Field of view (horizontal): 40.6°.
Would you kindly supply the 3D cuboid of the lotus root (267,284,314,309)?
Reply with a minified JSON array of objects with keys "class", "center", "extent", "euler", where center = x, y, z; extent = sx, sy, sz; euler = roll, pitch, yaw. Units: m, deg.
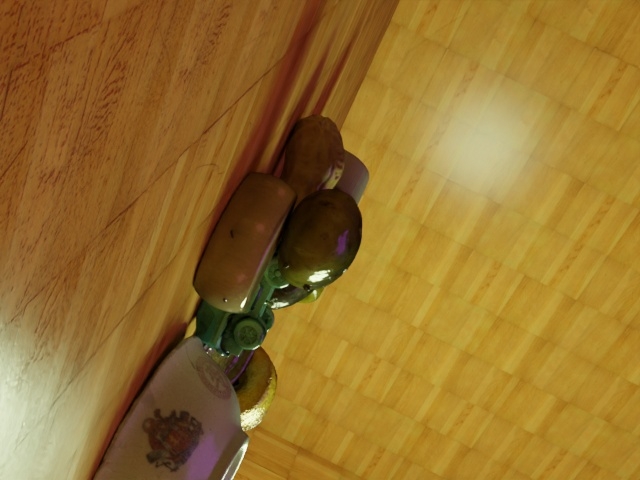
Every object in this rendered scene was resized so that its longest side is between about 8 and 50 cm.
[{"class":"lotus root","center":[-0.063,0.061,1.997],"extent":[0.275,0.152,0.160],"euler":[-30,174,-20]}]

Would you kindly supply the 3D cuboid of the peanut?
[{"class":"peanut","center":[-0.027,-0.130,1.919],"extent":[0.147,0.147,0.305],"euler":[105,1,-84]}]

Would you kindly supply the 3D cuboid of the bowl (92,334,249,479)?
[{"class":"bowl","center":[-0.265,0.420,1.696],"extent":[0.434,0.196,0.435],"euler":[-61,171,-16]}]

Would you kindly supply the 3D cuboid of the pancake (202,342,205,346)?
[{"class":"pancake","center":[-0.302,0.286,2.059],"extent":[0.151,0.025,0.151],"euler":[-57,179,-1]}]

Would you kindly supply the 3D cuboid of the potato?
[{"class":"potato","center":[-0.001,0.002,1.639],"extent":[0.197,0.148,0.228],"euler":[-45,167,-46]}]

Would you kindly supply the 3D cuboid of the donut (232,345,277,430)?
[{"class":"donut","center":[-0.226,0.355,2.176],"extent":[0.118,0.253,0.253],"euler":[95,20,-62]}]

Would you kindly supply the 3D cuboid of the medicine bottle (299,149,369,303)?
[{"class":"medicine bottle","center":[-0.029,-0.048,2.255],"extent":[0.384,0.224,0.224],"euler":[-64,179,-24]}]

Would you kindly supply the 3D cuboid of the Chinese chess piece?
[{"class":"Chinese chess piece","center":[-0.136,0.005,1.601],"extent":[0.273,0.102,0.273],"euler":[-64,178,-3]}]

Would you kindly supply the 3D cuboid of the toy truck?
[{"class":"toy truck","center":[-0.150,0.106,1.828],"extent":[0.155,0.156,0.279],"euler":[-60,175,-78]}]

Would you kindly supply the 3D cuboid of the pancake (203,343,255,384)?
[{"class":"pancake","center":[-0.232,0.245,2.020],"extent":[0.288,0.033,0.286],"euler":[-37,139,-41]}]
